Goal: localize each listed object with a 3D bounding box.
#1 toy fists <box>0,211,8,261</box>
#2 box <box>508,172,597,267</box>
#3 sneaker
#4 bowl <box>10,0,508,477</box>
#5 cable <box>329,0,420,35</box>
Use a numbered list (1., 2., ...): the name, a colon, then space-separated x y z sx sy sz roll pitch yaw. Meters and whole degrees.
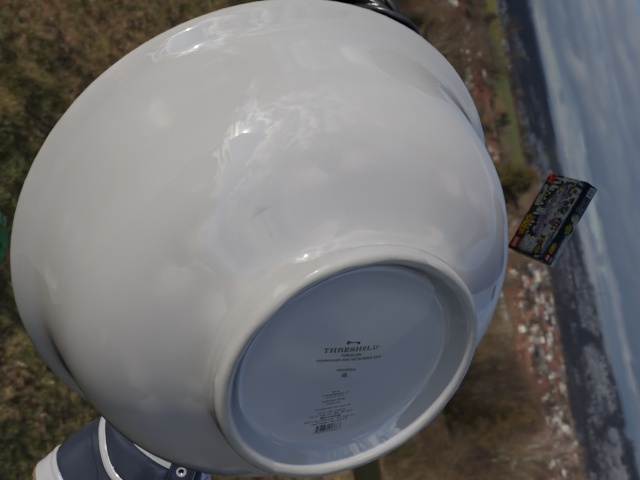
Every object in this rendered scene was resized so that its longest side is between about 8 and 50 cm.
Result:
1. toy fists: -0.369 -0.101 0.851 0.142 0.096 0.279 81 -10 -55
2. box: 0.353 -0.033 1.331 0.027 0.137 0.094 30 0 -24
3. sneaker: -0.112 0.259 0.765 0.282 0.153 0.099 48 7 5
4. bowl: -0.008 0.031 0.477 0.134 0.298 0.297 54 -8 50
5. cable: 0.018 -0.102 0.599 0.150 0.047 0.184 65 -23 5
